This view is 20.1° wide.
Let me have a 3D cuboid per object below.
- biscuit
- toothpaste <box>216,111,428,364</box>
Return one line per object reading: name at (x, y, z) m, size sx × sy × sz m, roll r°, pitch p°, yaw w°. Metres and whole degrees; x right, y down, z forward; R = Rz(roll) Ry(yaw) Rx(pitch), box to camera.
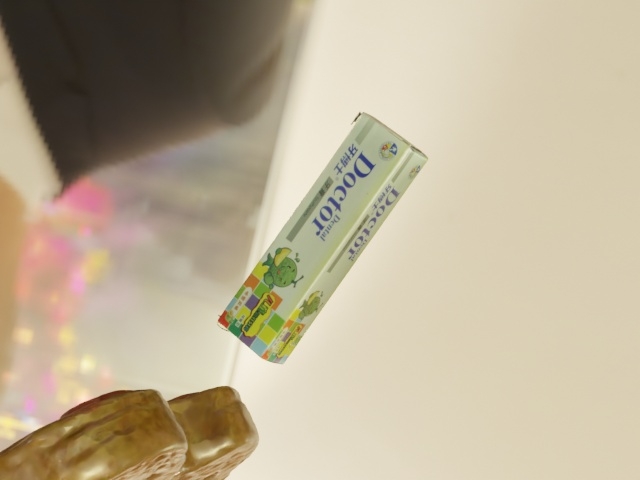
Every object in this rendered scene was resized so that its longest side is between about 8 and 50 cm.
biscuit at (-0.205, 0.198, 1.220) m, size 0.359 × 0.074 × 0.381 m, roll -21°, pitch 161°, yaw -44°
toothpaste at (0.000, 0.000, 1.125) m, size 0.046 × 0.164 × 0.034 m, roll 39°, pitch -173°, yaw 29°
